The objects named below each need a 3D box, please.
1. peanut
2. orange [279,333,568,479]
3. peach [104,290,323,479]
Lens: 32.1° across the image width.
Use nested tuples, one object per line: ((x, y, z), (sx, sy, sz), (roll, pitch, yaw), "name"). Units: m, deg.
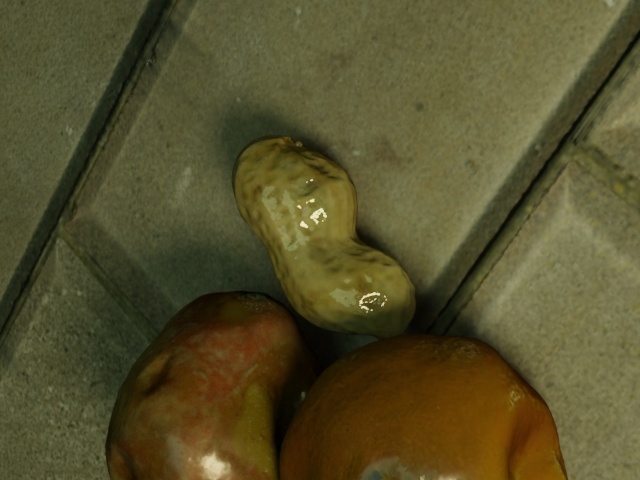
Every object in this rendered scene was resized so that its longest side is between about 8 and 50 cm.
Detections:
((0.000, 0.000, 1.001), (0.229, 0.098, 0.103), (58, 148, 15), "peanut")
((0.073, 0.201, 0.880), (0.249, 0.183, 0.248), (2, 96, 18), "orange")
((-0.089, 0.158, 1.008), (0.214, 0.214, 0.235), (13, 95, 35), "peach")
